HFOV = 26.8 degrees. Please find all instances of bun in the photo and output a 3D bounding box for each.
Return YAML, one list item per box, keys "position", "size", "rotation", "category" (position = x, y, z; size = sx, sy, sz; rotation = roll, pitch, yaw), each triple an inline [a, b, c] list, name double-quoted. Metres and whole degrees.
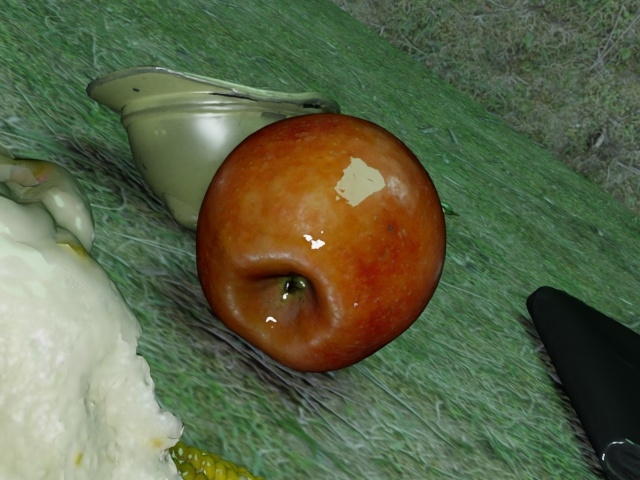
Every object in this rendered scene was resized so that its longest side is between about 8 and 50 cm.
- position: [-0.201, 0.040, 0.623]
  size: [0.281, 0.205, 0.281]
  rotation: [9, 14, -2]
  category: "bun"

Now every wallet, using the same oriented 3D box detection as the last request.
- position: [0.375, 0.195, 1.578]
  size: [0.228, 0.062, 0.406]
  rotation: [30, 18, -14]
  category: "wallet"

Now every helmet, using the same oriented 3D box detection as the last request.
- position: [-0.104, -0.075, 1.315]
  size: [0.257, 0.137, 0.204]
  rotation: [6, -9, -28]
  category: "helmet"

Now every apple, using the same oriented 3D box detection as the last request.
- position: [0.000, 0.000, 1.153]
  size: [0.218, 0.218, 0.201]
  rotation: [33, 42, -2]
  category: "apple"

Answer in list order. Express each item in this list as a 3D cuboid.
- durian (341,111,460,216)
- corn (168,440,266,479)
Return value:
- position: [0.050, -0.054, 1.619]
  size: [0.220, 0.095, 0.137]
  rotation: [37, 52, 3]
  category: "durian"
- position: [-0.009, 0.204, 0.772]
  size: [0.313, 0.102, 0.102]
  rotation: [32, 16, -20]
  category: "corn"
